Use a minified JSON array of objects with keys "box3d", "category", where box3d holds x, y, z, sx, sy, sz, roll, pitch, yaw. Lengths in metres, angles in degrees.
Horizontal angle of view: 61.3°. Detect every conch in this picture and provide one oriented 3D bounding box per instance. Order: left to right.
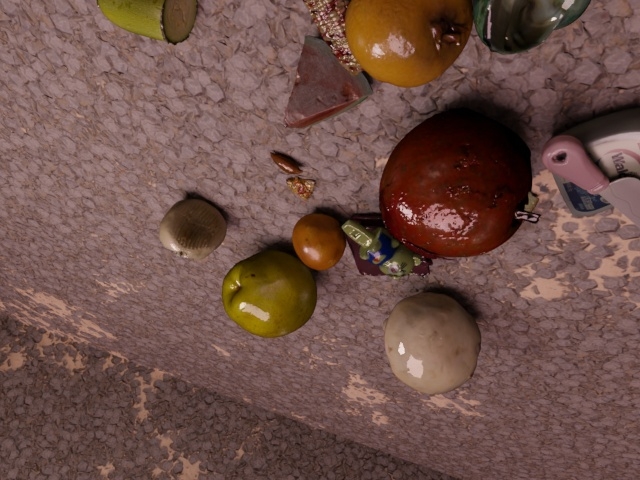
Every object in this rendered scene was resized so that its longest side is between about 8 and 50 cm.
[{"box3d":[0.322,-0.372,0.817,0.188,0.175,0.122,-4,-175,-1],"category":"conch"}]

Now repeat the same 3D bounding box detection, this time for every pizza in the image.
[{"box3d":[-0.047,-0.138,1.408,0.083,0.025,0.078,41,142,-25],"category":"pizza"}]

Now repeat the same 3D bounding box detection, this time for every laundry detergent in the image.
[{"box3d":[0.596,-0.150,1.013,0.281,0.105,0.215,-13,130,36],"category":"laundry detergent"}]

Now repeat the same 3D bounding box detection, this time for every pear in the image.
[{"box3d":[-0.148,0.163,1.652,0.295,0.294,0.294,13,144,10],"category":"pear"}]

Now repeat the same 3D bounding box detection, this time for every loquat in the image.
[{"box3d":[0.144,-0.353,0.880,0.208,0.208,0.208,13,144,10],"category":"loquat"}]

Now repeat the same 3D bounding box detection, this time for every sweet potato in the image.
[{"box3d":[-0.087,-0.192,1.352,0.095,0.034,0.034,34,144,-1],"category":"sweet potato"}]

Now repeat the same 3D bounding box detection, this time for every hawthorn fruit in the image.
[{"box3d":[0.267,-0.113,1.078,0.316,0.315,0.315,13,144,10],"category":"hawthorn fruit"}]

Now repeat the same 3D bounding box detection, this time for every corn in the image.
[{"box3d":[0.023,-0.412,0.964,0.086,0.086,0.253,-10,134,35],"category":"corn"}]

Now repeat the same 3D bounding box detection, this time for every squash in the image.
[{"box3d":[-0.352,-0.460,1.063,0.187,0.123,0.123,16,144,12],"category":"squash"}]

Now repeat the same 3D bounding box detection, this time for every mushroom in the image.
[{"box3d":[0.301,0.304,1.639,0.314,0.314,0.336,34,163,-18],"category":"mushroom"}]

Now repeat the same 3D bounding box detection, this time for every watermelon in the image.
[{"box3d":[-0.027,-0.296,1.097,0.207,0.202,0.136,-41,74,48],"category":"watermelon"}]

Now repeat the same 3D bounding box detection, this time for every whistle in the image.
[{"box3d":[0.151,0.022,1.351,0.227,0.085,0.105,35,131,-16],"category":"whistle"}]

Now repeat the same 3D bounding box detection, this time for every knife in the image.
[{"box3d":[0.548,-0.095,0.999,0.336,0.043,0.081,29,136,-16],"category":"knife"}]

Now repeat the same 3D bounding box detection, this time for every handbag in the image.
[{"box3d":[0.188,0.013,1.452,0.216,0.073,0.203,-2,139,25],"category":"handbag"}]

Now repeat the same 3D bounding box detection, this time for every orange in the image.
[{"box3d":[0.000,0.000,1.460,0.136,0.159,0.159,-26,128,16],"category":"orange"}]

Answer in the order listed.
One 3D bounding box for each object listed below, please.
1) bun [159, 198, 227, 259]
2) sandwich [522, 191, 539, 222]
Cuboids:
[{"box3d":[-0.380,-0.021,1.580,0.178,0.193,0.128,36,141,-14],"category":"bun"},{"box3d":[0.383,-0.039,1.275,0.094,0.096,0.258,36,139,-12],"category":"sandwich"}]
